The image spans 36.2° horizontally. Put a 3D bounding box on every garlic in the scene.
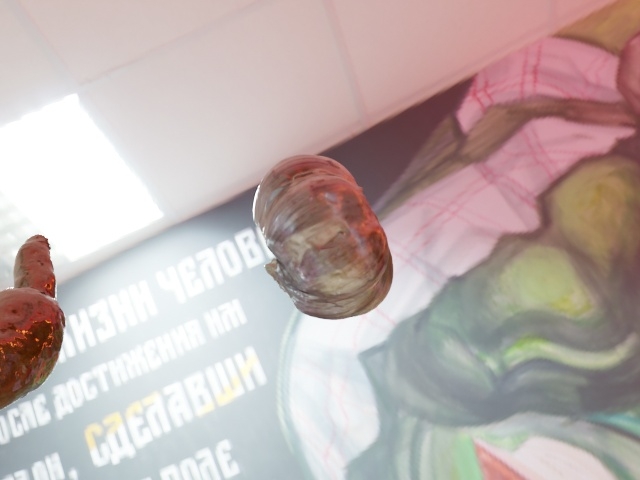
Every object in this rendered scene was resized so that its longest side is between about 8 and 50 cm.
[{"bbox_3d":[0.000,0.000,0.803,0.102,0.159,0.147,-26,-74,3],"label":"garlic"}]

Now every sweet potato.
[{"bbox_3d":[-0.242,0.069,0.799,0.075,0.269,0.074,-1,-63,-1],"label":"sweet potato"}]
